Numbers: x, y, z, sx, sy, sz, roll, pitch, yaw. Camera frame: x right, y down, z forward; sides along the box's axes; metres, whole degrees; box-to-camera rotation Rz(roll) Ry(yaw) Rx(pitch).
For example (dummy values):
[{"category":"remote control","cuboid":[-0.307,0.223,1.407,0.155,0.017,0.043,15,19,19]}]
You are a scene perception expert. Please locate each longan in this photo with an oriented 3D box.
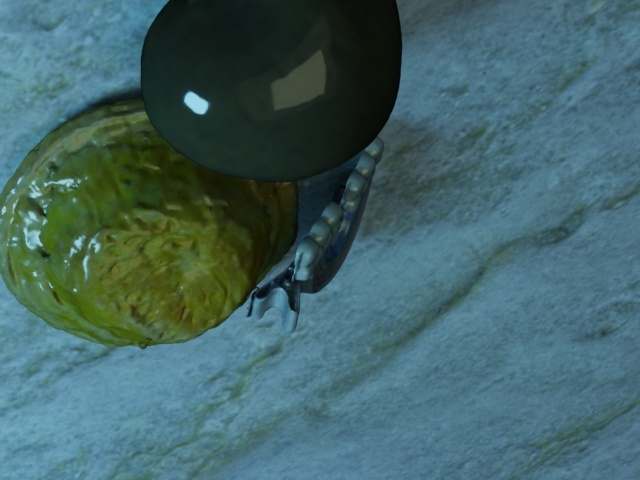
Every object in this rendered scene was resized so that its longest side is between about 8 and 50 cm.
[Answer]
[{"category":"longan","cuboid":[-0.044,-0.163,1.482,0.246,0.215,0.246,-11,111,-30]}]

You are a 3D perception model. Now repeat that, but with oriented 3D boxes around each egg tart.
[{"category":"egg tart","cuboid":[-0.162,0.003,1.625,0.319,0.128,0.319,-11,128,-15]}]

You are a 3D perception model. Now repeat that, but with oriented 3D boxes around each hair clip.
[{"category":"hair clip","cuboid":[0.000,0.000,1.692,0.220,0.054,0.140,-56,163,-33]}]
